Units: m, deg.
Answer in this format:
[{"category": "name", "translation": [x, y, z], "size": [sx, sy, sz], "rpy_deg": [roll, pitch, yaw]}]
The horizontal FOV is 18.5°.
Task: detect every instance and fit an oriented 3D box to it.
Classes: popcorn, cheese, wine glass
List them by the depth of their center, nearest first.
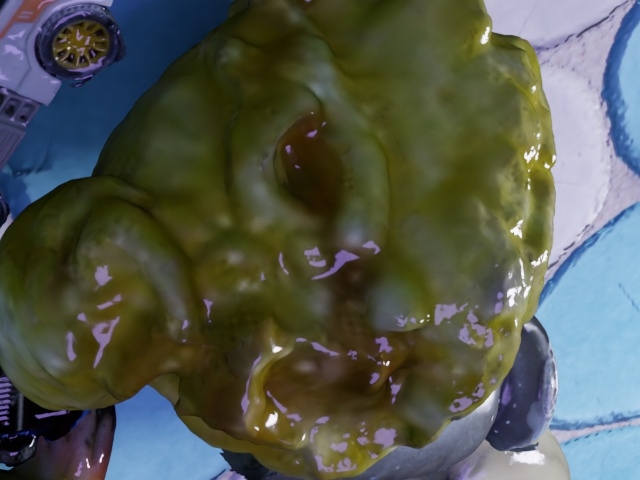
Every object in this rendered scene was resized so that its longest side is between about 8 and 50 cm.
[{"category": "popcorn", "translation": [0.000, 0.000, 0.938], "size": [0.286, 0.225, 0.174], "rpy_deg": [-47, 160, -24]}, {"category": "wine glass", "translation": [0.039, 0.089, 1.173], "size": [0.204, 0.111, 0.111], "rpy_deg": [-3, 131, -32]}, {"category": "cheese", "translation": [0.129, 0.191, 1.364], "size": [0.249, 0.071, 0.163], "rpy_deg": [20, 118, -43]}]

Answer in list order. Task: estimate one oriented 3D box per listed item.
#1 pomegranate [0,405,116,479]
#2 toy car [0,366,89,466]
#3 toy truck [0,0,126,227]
[{"category": "pomegranate", "translation": [-0.165, 0.183, 1.112], "size": [0.180, 0.180, 0.210], "rpy_deg": [22, 79, -45]}, {"category": "toy car", "translation": [-0.220, 0.075, 1.025], "size": [0.216, 0.063, 0.103], "rpy_deg": [-10, 132, -23]}, {"category": "toy truck", "translation": [-0.189, -0.063, 0.885], "size": [0.114, 0.098, 0.227], "rpy_deg": [20, 119, -37]}]
